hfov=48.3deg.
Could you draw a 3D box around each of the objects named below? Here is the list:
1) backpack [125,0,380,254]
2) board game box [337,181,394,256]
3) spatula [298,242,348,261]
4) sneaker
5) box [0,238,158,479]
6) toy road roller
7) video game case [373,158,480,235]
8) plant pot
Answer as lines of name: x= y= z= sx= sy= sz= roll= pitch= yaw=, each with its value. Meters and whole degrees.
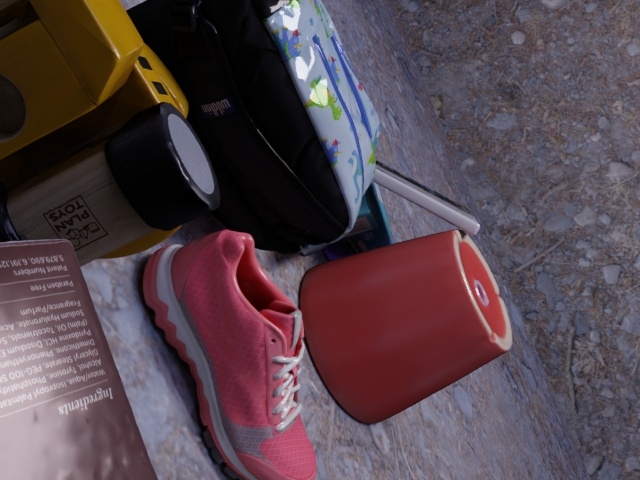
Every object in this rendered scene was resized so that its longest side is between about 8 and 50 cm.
backpack: x=-0.070 y=-0.146 z=0.860 sx=0.356 sy=0.290 sz=0.273 roll=63 pitch=34 yaw=-22
board game box: x=0.042 y=-0.143 z=1.261 sx=0.254 sy=0.079 sz=0.336 roll=51 pitch=25 yaw=-65
spatula: x=0.000 y=0.000 z=1.146 sx=0.084 sy=0.030 sz=0.296 roll=66 pitch=10 yaw=2
sneaker: x=-0.067 y=0.133 z=0.759 sx=0.314 sy=0.136 sz=0.116 roll=63 pitch=24 yaw=-6
box: x=-0.219 y=0.124 z=0.394 sx=0.167 sy=0.168 sz=0.203 roll=-6 pitch=72 yaw=-67
toy road roller: x=-0.232 y=-0.130 z=0.605 sx=0.330 sy=0.202 sz=0.241 roll=60 pitch=10 yaw=-24
video game case: x=0.158 y=-0.073 z=1.131 sx=0.190 sy=0.022 sz=0.173 roll=28 pitch=12 yaw=1
plant pot: x=0.141 y=0.118 z=1.092 sx=0.275 sy=0.243 sz=0.275 roll=47 pitch=29 yaw=-37
